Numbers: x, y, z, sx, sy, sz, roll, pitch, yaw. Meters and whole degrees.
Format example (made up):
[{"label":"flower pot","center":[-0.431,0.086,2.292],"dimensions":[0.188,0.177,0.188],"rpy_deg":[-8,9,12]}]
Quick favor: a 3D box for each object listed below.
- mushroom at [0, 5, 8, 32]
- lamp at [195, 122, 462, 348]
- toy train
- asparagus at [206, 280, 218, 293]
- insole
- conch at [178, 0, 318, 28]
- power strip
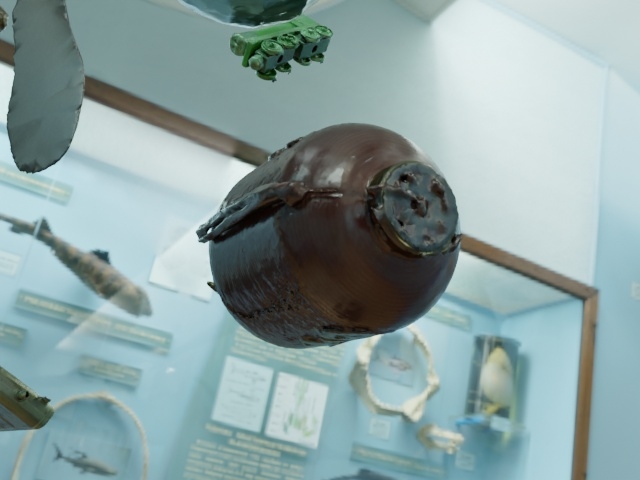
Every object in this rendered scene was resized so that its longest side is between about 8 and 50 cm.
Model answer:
[{"label":"mushroom","center":[-0.557,-0.366,1.162],"dimensions":[0.217,0.148,0.227],"rpy_deg":[26,6,34]},{"label":"lamp","center":[0.000,0.000,0.641],"dimensions":[0.180,0.180,0.258],"rpy_deg":[23,-24,-27]},{"label":"toy train","center":[-0.076,-0.391,1.541],"dimensions":[0.119,0.251,0.085],"rpy_deg":[36,-52,18]},{"label":"asparagus","center":[-0.085,0.099,1.030],"dimensions":[0.166,0.016,0.013],"rpy_deg":[38,-37,-25]},{"label":"insole","center":[-0.336,-0.212,0.943],"dimensions":[0.111,0.328,0.007],"rpy_deg":[-24,-33,10]},{"label":"conch","center":[-0.051,-0.176,0.292],"dimensions":[0.134,0.202,0.196],"rpy_deg":[-12,-64,27]},{"label":"power strip","center":[-0.313,0.155,0.749],"dimensions":[0.076,0.028,0.169],"rpy_deg":[46,-37,-19]}]
